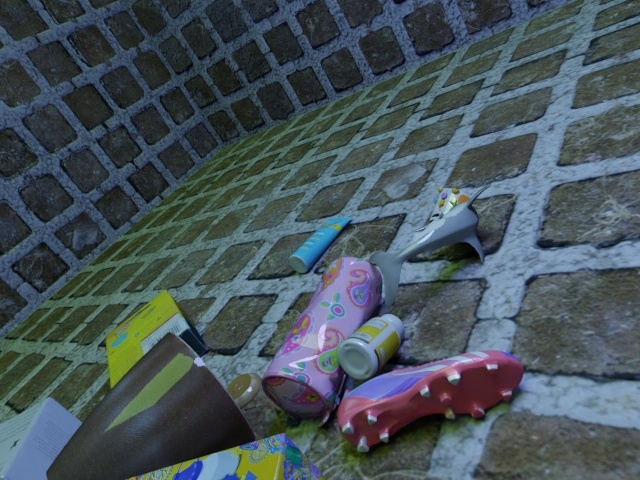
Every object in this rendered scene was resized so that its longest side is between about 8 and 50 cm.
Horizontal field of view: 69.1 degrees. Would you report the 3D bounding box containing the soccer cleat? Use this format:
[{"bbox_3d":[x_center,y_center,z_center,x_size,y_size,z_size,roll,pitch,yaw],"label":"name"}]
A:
[{"bbox_3d":[0.132,0.190,0.604,0.248,0.083,0.095,-29,20,15],"label":"soccer cleat"}]

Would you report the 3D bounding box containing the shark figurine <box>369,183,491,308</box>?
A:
[{"bbox_3d":[0.223,0.006,0.799,0.278,0.116,0.166,-30,-7,-35],"label":"shark figurine"}]

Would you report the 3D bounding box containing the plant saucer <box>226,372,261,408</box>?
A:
[{"bbox_3d":[-0.148,0.273,0.855,0.083,0.015,0.083,-27,25,14],"label":"plant saucer"}]

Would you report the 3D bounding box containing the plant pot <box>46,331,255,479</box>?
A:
[{"bbox_3d":[-0.252,0.289,0.672,0.230,0.215,0.215,-38,24,-29],"label":"plant pot"}]

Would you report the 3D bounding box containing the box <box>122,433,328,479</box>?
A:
[{"bbox_3d":[-0.125,0.385,0.428,0.279,0.177,0.290,-25,25,20],"label":"box"}]

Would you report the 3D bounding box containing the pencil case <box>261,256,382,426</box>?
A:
[{"bbox_3d":[0.013,0.155,0.770,0.124,0.124,0.284,-13,32,37],"label":"pencil case"}]

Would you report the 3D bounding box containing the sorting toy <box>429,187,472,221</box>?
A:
[{"bbox_3d":[0.263,-0.069,0.983,0.083,0.045,0.075,12,69,58],"label":"sorting toy"}]

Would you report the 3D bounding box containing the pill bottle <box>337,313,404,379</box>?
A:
[{"bbox_3d":[0.082,0.156,0.707,0.065,0.065,0.116,-12,9,39],"label":"pill bottle"}]

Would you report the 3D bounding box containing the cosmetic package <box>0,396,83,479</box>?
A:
[{"bbox_3d":[-0.546,0.433,0.868,0.151,0.151,0.183,-30,25,8],"label":"cosmetic package"}]

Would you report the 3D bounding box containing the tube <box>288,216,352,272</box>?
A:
[{"bbox_3d":[0.000,0.000,1.157,0.080,0.052,0.207,3,35,36],"label":"tube"}]

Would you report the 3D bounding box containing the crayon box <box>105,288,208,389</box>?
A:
[{"bbox_3d":[-0.411,0.247,1.138,0.202,0.081,0.318,-39,26,-14],"label":"crayon box"}]
